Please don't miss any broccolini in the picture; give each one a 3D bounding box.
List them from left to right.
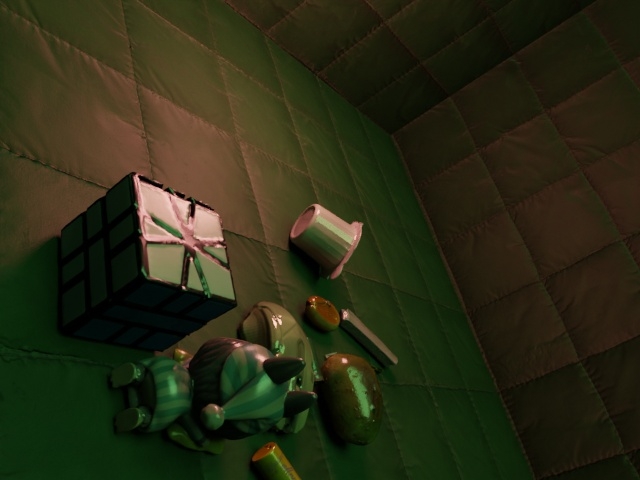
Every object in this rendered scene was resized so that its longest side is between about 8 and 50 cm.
[{"bbox_3d":[0.182,0.490,2.208,0.254,0.057,0.071,22,86,-48],"label":"broccolini"}]

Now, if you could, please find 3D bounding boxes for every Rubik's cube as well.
[{"bbox_3d":[-0.403,0.062,1.326,0.288,0.283,0.294,27,37,-47],"label":"Rubik's cube"}]

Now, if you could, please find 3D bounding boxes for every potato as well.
[{"bbox_3d":[0.105,0.521,1.886,0.210,0.173,0.308,21,48,-45],"label":"potato"}]

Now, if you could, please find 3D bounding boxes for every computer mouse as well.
[{"bbox_3d":[-0.113,0.355,1.706,0.228,0.145,0.429,35,34,-45],"label":"computer mouse"}]

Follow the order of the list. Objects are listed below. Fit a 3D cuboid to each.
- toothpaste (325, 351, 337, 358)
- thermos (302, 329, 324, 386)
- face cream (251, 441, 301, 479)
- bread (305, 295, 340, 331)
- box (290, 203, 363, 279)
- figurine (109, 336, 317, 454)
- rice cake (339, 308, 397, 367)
[{"bbox_3d":[0.096,0.535,2.012,0.074,0.048,0.297,4,56,-53],"label":"toothpaste"},{"bbox_3d":[-0.050,0.387,1.875,0.083,0.073,0.188,-3,59,-25],"label":"thermos"},{"bbox_3d":[-0.076,0.666,1.505,0.273,0.078,0.078,57,25,-5],"label":"face cream"},{"bbox_3d":[0.001,0.269,2.089,0.189,0.077,0.114,38,53,-40],"label":"bread"},{"bbox_3d":[0.000,0.000,2.240,0.206,0.262,0.291,36,41,-18],"label":"box"},{"bbox_3d":[-0.209,0.311,1.305,0.361,0.377,0.266,22,44,-54],"label":"figurine"},{"bbox_3d":[0.192,0.402,2.313,0.365,0.056,0.073,46,23,-27],"label":"rice cake"}]
